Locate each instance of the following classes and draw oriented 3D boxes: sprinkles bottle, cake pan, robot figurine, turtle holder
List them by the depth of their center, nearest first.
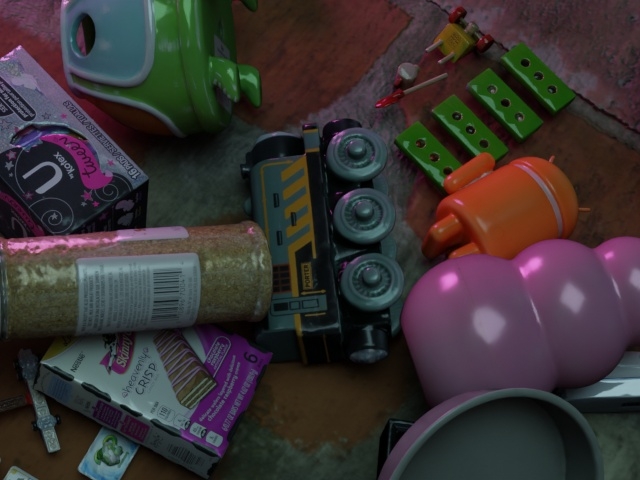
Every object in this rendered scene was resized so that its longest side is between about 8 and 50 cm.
[{"bbox_3d":[0.179,0.291,1.567,0.293,0.293,0.054,-23,25,-18],"label":"cake pan"},{"bbox_3d":[-0.236,0.047,1.586,0.355,0.121,0.121,-4,63,-20],"label":"sprinkles bottle"},{"bbox_3d":[-0.208,-0.288,1.786,0.227,0.320,0.243,-4,22,8],"label":"turtle holder"},{"bbox_3d":[0.236,-0.024,1.796,0.219,0.128,0.158,-29,34,-20],"label":"robot figurine"}]

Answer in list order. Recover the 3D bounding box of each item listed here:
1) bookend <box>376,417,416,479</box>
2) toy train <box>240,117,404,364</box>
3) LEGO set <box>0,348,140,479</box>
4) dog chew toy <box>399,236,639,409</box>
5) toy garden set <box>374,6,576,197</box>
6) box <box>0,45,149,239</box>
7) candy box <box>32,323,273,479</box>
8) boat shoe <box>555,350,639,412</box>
[{"bbox_3d":[0.143,0.301,1.648,0.156,0.072,0.157,9,63,-3],"label":"bookend"},{"bbox_3d":[0.000,0.000,1.752,0.190,0.142,0.334,-6,64,0],"label":"toy train"},{"bbox_3d":[-0.314,0.239,1.648,0.182,0.060,0.244,32,64,-5],"label":"LEGO set"},{"bbox_3d":[0.265,0.091,1.659,0.331,0.206,0.207,-19,66,2],"label":"dog chew toy"},{"bbox_3d":[0.188,-0.189,1.919,0.244,0.049,0.204,-37,75,-22],"label":"toy garden set"},{"bbox_3d":[-0.342,-0.083,1.726,0.142,0.163,0.247,-39,74,-25],"label":"box"},{"bbox_3d":[-0.193,0.151,1.652,0.233,0.071,0.159,27,53,-1],"label":"candy box"},{"bbox_3d":[0.416,0.160,1.742,0.258,0.095,0.084,0,67,-8],"label":"boat shoe"}]
